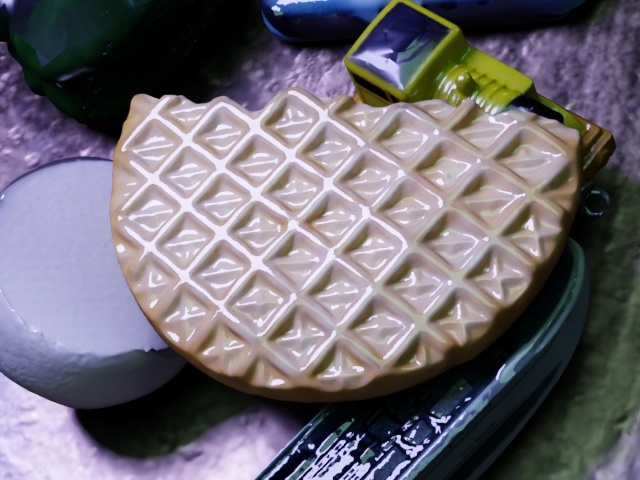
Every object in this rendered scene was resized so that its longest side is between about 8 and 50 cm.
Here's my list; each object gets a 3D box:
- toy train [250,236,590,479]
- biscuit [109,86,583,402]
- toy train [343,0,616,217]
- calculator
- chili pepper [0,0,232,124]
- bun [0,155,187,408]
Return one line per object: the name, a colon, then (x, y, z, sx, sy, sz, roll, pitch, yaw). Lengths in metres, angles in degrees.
toy train: (0.025, 0.158, 1.101, 0.407, 0.088, 0.086, -44, 50, -11)
biscuit: (0.000, 0.000, 1.116, 0.309, 0.040, 0.204, 5, 69, 18)
toy train: (0.098, -0.082, 1.198, 0.219, 0.127, 0.089, 34, 78, 30)
calculator: (0.079, -0.230, 1.339, 0.293, 0.051, 0.173, -3, 61, 16)
chili pepper: (-0.137, -0.219, 1.337, 0.261, 0.165, 0.174, -52, 41, -11)
bun: (-0.159, 0.036, 1.214, 0.173, 0.120, 0.173, 8, 58, -14)
